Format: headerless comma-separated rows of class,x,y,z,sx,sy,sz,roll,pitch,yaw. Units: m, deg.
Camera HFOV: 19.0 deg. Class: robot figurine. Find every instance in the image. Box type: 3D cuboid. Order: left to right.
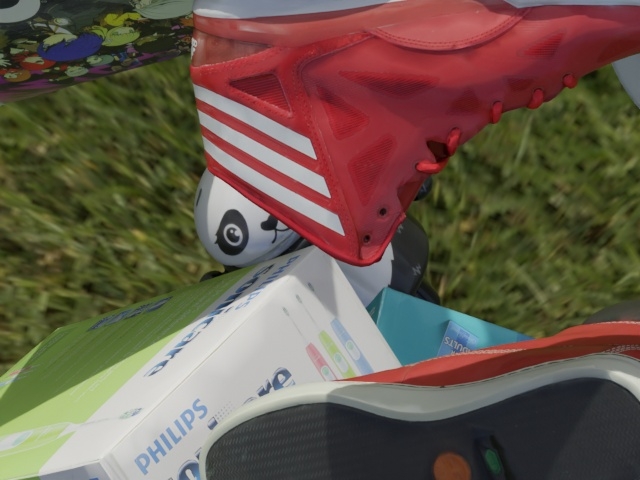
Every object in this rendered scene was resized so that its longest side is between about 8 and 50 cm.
robot figurine,-0.001,0.002,1.938,0.278,0.173,0.209,42,59,-29

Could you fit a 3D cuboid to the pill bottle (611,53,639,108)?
pill bottle,0.367,-0.198,1.576,0.246,0.130,0.130,-30,85,-13

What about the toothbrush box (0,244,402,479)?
toothbrush box,-0.113,0.129,1.122,0.206,0.283,0.122,-44,106,-40

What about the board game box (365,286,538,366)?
board game box,0.155,0.169,1.568,0.336,0.254,0.079,19,61,-12

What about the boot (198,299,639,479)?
boot,0.076,0.087,0.937,0.244,0.176,0.088,-12,97,26

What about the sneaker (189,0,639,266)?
sneaker,0.056,-0.058,0.777,0.221,0.087,0.128,0,107,0

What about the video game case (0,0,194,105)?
video game case,-0.141,-0.145,1.054,0.232,0.210,0.042,-14,72,9
